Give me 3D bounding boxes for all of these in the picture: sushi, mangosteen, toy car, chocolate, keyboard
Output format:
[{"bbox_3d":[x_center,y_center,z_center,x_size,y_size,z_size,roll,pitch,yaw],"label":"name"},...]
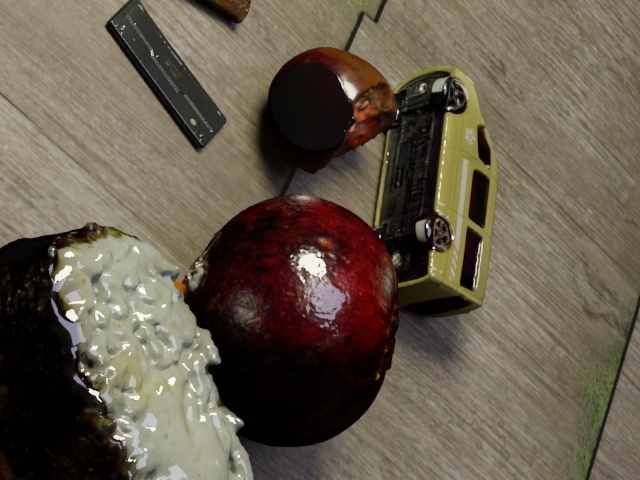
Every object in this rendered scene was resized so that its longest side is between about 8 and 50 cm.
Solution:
[{"bbox_3d":[-0.179,0.154,1.629,0.196,0.182,0.343,-26,96,-50],"label":"sushi"},{"bbox_3d":[-0.060,0.067,1.767,0.261,0.235,0.236,11,61,5],"label":"mangosteen"},{"bbox_3d":[0.123,-0.051,2.038,0.124,0.101,0.257,30,59,-39],"label":"toy car"},{"bbox_3d":[0.014,-0.127,1.951,0.133,0.124,0.127,35,45,-71],"label":"chocolate"},{"bbox_3d":[-0.147,-0.162,1.876,0.155,0.010,0.053,54,46,-16],"label":"keyboard"}]

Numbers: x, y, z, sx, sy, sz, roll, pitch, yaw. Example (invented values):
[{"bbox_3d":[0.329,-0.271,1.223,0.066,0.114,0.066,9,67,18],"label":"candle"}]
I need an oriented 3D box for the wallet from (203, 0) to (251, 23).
[{"bbox_3d":[-0.156,-0.324,1.902,0.243,0.039,0.133,28,58,-35],"label":"wallet"}]
